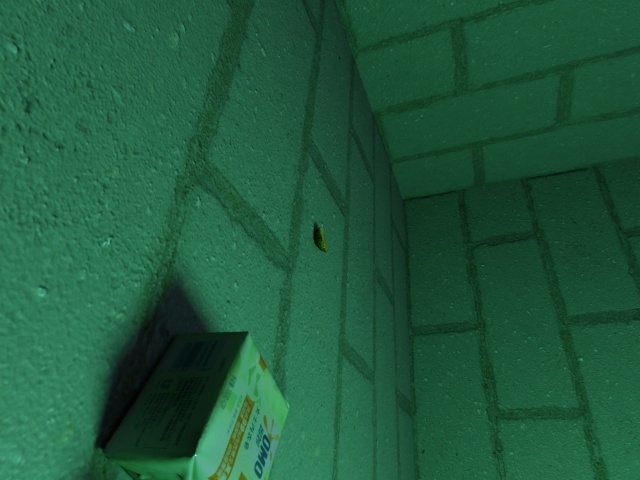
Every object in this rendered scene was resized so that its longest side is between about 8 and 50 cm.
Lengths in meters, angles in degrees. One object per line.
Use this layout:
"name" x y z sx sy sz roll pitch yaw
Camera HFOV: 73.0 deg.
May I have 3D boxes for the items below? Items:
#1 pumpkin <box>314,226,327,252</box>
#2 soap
"pumpkin" -0.001 0.000 1.274 0.050 0.028 0.083 56 23 -54
"soap" -0.149 0.254 0.591 0.199 0.138 0.182 -71 148 -54
